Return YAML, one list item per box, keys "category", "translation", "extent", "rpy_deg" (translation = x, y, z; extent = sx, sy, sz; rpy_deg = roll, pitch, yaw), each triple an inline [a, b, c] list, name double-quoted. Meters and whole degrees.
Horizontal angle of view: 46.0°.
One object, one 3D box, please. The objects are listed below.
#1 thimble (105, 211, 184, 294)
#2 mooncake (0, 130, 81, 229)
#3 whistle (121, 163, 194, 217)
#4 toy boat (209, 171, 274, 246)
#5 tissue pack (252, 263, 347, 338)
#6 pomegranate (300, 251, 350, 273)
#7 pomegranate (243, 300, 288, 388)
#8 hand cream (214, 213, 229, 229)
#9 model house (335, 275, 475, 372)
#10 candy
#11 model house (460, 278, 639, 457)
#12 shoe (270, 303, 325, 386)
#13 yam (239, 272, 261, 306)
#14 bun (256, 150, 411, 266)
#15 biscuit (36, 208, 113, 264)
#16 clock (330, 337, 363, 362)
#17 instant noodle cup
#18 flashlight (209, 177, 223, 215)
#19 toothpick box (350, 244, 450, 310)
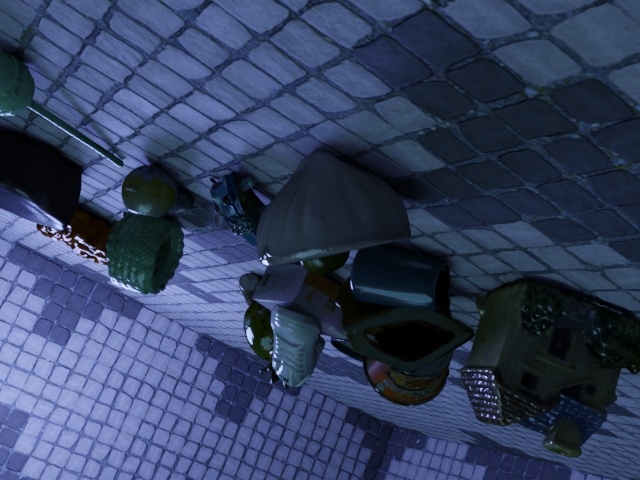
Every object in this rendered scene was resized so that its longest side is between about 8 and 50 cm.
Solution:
- category: "thimble"
  translation: [-0.466, 0.033, 1.992]
  extent: [0.150, 0.219, 0.219]
  rpy_deg: [17, 162, 11]
- category: "mooncake"
  translation: [-0.744, -0.157, 1.882]
  extent: [0.305, 0.154, 0.306]
  rpy_deg: [20, 163, 6]
- category: "whistle"
  translation: [-0.353, -0.107, 1.668]
  extent: [0.122, 0.123, 0.223]
  rpy_deg: [14, -178, 25]
- category: "toy boat"
  translation: [-0.124, -0.059, 1.507]
  extent: [0.098, 0.109, 0.238]
  rpy_deg: [-21, 140, 23]
- category: "tissue pack"
  translation: [-0.029, 0.158, 1.975]
  extent: [0.225, 0.124, 0.184]
  rpy_deg: [36, 160, -35]
- category: "pomegranate"
  translation: [0.000, 0.000, 1.521]
  extent: [0.114, 0.114, 0.142]
  rpy_deg: [7, 130, 41]
- category: "pomegranate"
  translation: [-0.130, 0.280, 2.188]
  extent: [0.230, 0.286, 0.231]
  rpy_deg: [14, 150, 8]
- category: "hand cream"
  translation: [-0.207, -0.064, 1.665]
  extent: [0.067, 0.043, 0.210]
  rpy_deg: [-13, 169, -16]
- category: "model house"
  translation: [0.160, 0.146, 1.657]
  extent: [0.267, 0.173, 0.239]
  rpy_deg: [27, -156, -24]
- category: "candy"
  translation: [-0.528, -0.240, 1.499]
  extent: [0.119, 0.119, 0.440]
  rpy_deg: [14, 169, 25]
- category: "model house"
  translation: [0.443, 0.254, 1.445]
  extent: [0.321, 0.267, 0.261]
  rpy_deg: [24, 167, -5]
- category: "shoe"
  translation: [-0.074, 0.278, 1.904]
  extent: [0.131, 0.160, 0.363]
  rpy_deg: [18, 163, 13]
- category: "yam"
  translation: [-0.192, 0.190, 2.358]
  extent: [0.083, 0.083, 0.372]
  rpy_deg: [18, 162, 15]
- category: "bun"
  translation: [0.010, -0.059, 1.246]
  extent: [0.262, 0.175, 0.263]
  rpy_deg: [-11, 180, 0]
- category: "biscuit"
  translation: [-0.732, -0.007, 2.389]
  extent: [0.318, 0.111, 0.312]
  rpy_deg: [3, 155, 47]
- category: "clock"
  translation: [0.161, 0.350, 2.425]
  extent: [0.280, 0.056, 0.281]
  rpy_deg: [20, 163, 7]
- category: "instant noodle cup"
  translation: [0.231, 0.280, 1.888]
  extent: [0.230, 0.230, 0.182]
  rpy_deg: [21, 153, 6]
- category: "flashlight"
  translation: [-0.206, -0.086, 1.534]
  extent: [0.052, 0.110, 0.031]
  rpy_deg: [33, 116, -29]
- category: "toothpick box"
  translation: [0.162, 0.076, 1.503]
  extent: [0.184, 0.120, 0.120]
  rpy_deg: [10, 159, 28]
